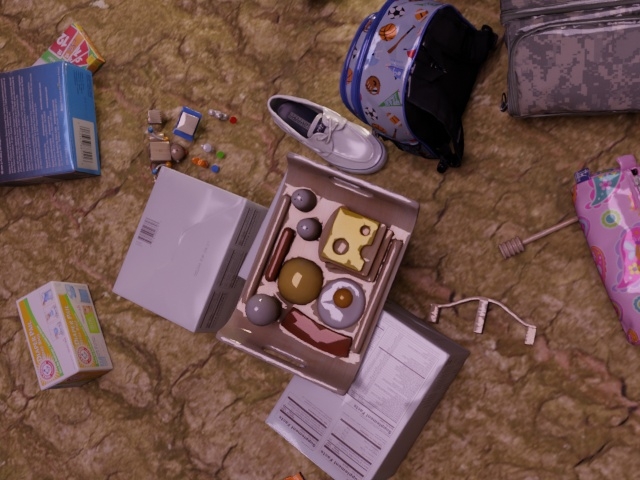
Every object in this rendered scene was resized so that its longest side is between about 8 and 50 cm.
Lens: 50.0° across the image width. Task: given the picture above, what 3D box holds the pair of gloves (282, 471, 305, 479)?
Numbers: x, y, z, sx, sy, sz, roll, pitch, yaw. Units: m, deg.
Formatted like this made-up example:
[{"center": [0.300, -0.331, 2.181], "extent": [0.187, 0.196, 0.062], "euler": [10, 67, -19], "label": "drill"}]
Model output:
[{"center": [-0.048, 0.479, 1.268], "extent": [0.074, 0.010, 0.083], "euler": [-34, 73, 13], "label": "pair of gloves"}]

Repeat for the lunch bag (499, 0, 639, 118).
[{"center": [0.444, -0.326, 1.098], "extent": [0.305, 0.212, 0.256], "euler": [1, 99, 22], "label": "lunch bag"}]

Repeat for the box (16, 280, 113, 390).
[{"center": [-0.537, 0.200, 1.442], "extent": [0.103, 0.114, 0.203], "euler": [-27, 75, 16], "label": "box"}]

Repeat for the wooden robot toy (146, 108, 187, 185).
[{"center": [-0.324, -0.191, 1.456], "extent": [0.079, 0.076, 0.173], "euler": [-5, 78, -15], "label": "wooden robot toy"}]

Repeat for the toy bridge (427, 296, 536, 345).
[{"center": [0.277, 0.130, 1.184], "extent": [0.188, 0.026, 0.063], "euler": [12, 84, 22], "label": "toy bridge"}]

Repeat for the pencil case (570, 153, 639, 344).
[{"center": [0.490, 0.016, 1.067], "extent": [0.124, 0.124, 0.284], "euler": [-19, 77, 18], "label": "pencil case"}]

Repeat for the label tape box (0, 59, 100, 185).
[{"center": [-0.671, -0.248, 1.536], "extent": [0.333, 0.106, 0.241], "euler": [-5, 89, 17], "label": "label tape box"}]

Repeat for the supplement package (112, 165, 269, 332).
[{"center": [-0.242, 0.020, 1.336], "extent": [0.204, 0.145, 0.262], "euler": [22, 90, 22], "label": "supplement package"}]

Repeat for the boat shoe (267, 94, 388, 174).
[{"center": [0.005, -0.203, 1.306], "extent": [0.258, 0.084, 0.095], "euler": [26, 92, 23], "label": "boat shoe"}]

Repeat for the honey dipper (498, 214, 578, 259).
[{"center": [0.382, -0.012, 1.164], "extent": [0.160, 0.030, 0.031], "euler": [-24, 74, 13], "label": "honey dipper"}]

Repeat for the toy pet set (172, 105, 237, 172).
[{"center": [-0.247, -0.220, 1.433], "extent": [0.114, 0.065, 0.122], "euler": [22, 94, -12], "label": "toy pet set"}]

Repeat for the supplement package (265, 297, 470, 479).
[{"center": [0.085, 0.244, 1.148], "extent": [0.198, 0.199, 0.263], "euler": [33, 95, 22], "label": "supplement package"}]

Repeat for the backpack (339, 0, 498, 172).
[{"center": [0.157, -0.285, 1.163], "extent": [0.213, 0.263, 0.277], "euler": [16, 89, 23], "label": "backpack"}]

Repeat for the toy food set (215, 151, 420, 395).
[{"center": [-0.006, 0.046, 1.031], "extent": [0.219, 0.092, 0.306], "euler": [22, 92, 12], "label": "toy food set"}]

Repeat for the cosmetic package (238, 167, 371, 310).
[{"center": [0.000, 0.000, 1.203], "extent": [0.138, 0.224, 0.225], "euler": [25, 91, 22], "label": "cosmetic package"}]

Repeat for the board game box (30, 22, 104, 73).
[{"center": [-0.627, -0.374, 1.605], "extent": [0.259, 0.039, 0.124], "euler": [-42, 70, 14], "label": "board game box"}]
